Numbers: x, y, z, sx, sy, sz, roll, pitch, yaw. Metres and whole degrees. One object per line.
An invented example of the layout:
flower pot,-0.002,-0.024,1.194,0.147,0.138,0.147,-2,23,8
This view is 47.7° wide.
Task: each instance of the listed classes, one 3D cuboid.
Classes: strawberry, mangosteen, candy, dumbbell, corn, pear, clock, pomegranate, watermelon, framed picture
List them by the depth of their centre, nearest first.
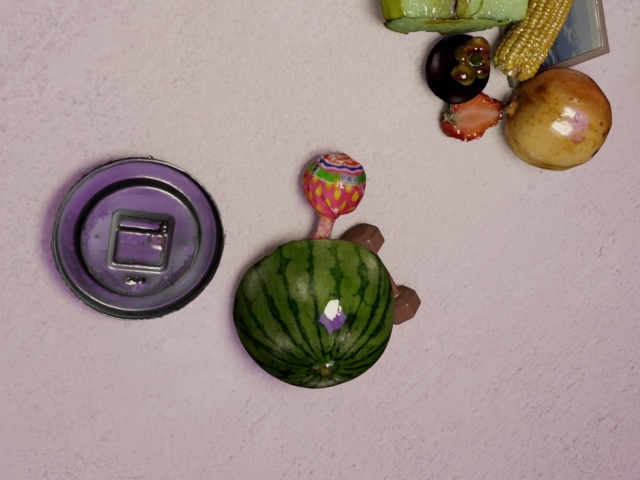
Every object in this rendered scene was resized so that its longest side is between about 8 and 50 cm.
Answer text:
pear,0.229,-0.513,1.330,0.292,0.159,0.293,-6,107,-21
clock,-0.333,-0.005,1.344,0.312,0.061,0.313,-5,108,-17
mangosteen,0.275,-0.335,1.399,0.137,0.151,0.137,1,88,-20
watermelon,-0.008,0.166,1.404,0.330,0.189,0.331,-5,117,-9
corn,0.438,-0.455,1.430,0.101,0.101,0.292,24,93,-24
candy,0.000,0.000,1.451,0.124,0.124,0.365,7,115,-20
pomegranate,0.473,-0.250,1.467,0.215,0.215,0.215,-5,108,-17
framed picture,0.464,-0.511,1.482,0.247,0.022,0.335,-22,112,-12
strawberry,0.309,-0.256,1.495,0.152,0.048,0.104,-8,103,-25
dumbbell,0.126,0.072,1.508,0.082,0.092,0.231,-39,114,-14
